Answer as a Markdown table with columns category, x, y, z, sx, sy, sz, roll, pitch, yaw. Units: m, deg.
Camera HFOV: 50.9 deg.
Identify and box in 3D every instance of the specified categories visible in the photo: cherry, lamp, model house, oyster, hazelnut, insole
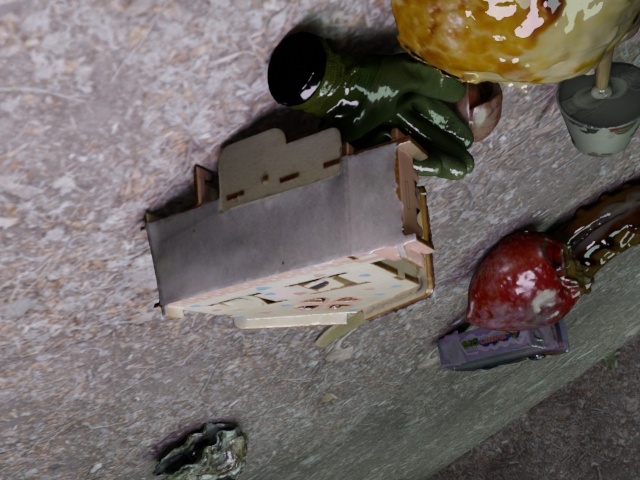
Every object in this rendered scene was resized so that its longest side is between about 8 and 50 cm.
| category | x | y | z | sx | sy | sz | roll | pitch | yaw |
| --- | --- | --- | --- | --- | --- | --- | --- | --- | --- |
| cherry | 0.384 | 0.089 | 1.305 | 0.250 | 0.175 | 0.192 | -40 | 141 | 21 |
| lamp | 0.370 | -0.204 | 0.873 | 0.121 | 0.121 | 0.214 | -29 | 143 | -3 |
| model house | 0.000 | 0.000 | 0.753 | 0.326 | 0.169 | 0.244 | -16 | 156 | 28 |
| oyster | -0.231 | 0.467 | 1.412 | 0.198 | 0.112 | 0.268 | -42 | 153 | 21 |
| hazelnut | 0.181 | -0.160 | 0.805 | 0.086 | 0.086 | 0.086 | -23 | 151 | -13 |
| insole | 0.091 | 0.129 | 1.264 | 0.248 | 0.011 | 0.081 | -39 | 150 | 16 |

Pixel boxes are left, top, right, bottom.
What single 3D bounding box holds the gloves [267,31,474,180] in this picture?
| category | x | y | z | sx | sy | sz | roll | pitch | yaw |
| --- | --- | --- | --- | --- | --- | --- | --- | --- | --- |
| gloves | 0.066 | -0.140 | 0.704 | 0.268 | 0.107 | 0.135 | 20 | 118 | -35 |

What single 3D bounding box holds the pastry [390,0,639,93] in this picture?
| category | x | y | z | sx | sy | sz | roll | pitch | yaw |
| --- | --- | --- | --- | --- | --- | --- | --- | --- | --- |
| pastry | 0.196 | -0.244 | 0.588 | 0.237 | 0.170 | 0.256 | -21 | 146 | -21 |

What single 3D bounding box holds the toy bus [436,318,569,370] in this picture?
| category | x | y | z | sx | sy | sz | roll | pitch | yaw |
| --- | --- | --- | --- | --- | --- | --- | --- | --- | --- |
| toy bus | 0.408 | 0.236 | 1.552 | 0.138 | 0.112 | 0.317 | 4 | 158 | -33 |

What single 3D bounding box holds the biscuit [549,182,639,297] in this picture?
| category | x | y | z | sx | sy | sz | roll | pitch | yaw |
| --- | --- | --- | --- | --- | --- | --- | --- | --- | --- |
| biscuit | 0.595 | 0.009 | 1.436 | 0.268 | 0.115 | 0.366 | 4 | 136 | -48 |
